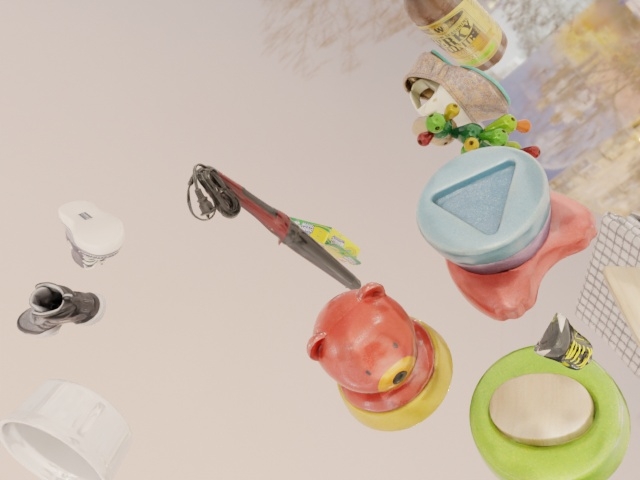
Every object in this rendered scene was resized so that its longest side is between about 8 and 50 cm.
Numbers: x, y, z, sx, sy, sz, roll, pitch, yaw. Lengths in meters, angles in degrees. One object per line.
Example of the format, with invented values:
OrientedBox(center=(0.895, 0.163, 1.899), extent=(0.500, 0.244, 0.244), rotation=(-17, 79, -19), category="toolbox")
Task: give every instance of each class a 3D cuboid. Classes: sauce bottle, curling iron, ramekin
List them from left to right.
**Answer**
OrientedBox(center=(-0.553, 0.434, 1.464), extent=(0.277, 0.277, 0.135), rotation=(42, -135, -12), category="ramekin")
OrientedBox(center=(-0.052, -0.005, 0.803), extent=(0.274, 0.035, 0.068), rotation=(34, -125, -32), category="curling iron")
OrientedBox(center=(0.232, -0.436, 1.254), extent=(0.344, 0.111, 0.111), rotation=(20, -140, -44), category="sauce bottle")

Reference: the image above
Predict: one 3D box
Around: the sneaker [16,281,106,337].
OrientedBox(center=(-0.678, 0.167, 1.631), extent=(0.153, 0.269, 0.101), rotation=(41, -140, -58), category="sneaker")

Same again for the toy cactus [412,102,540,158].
OrientedBox(center=(0.217, -0.155, 1.021), extent=(0.219, 0.112, 0.180), rotation=(-4, -163, -36), category="toy cactus")

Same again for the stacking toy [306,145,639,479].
OrientedBox(center=(0.156, 0.054, 0.594), extent=(0.279, 0.309, 0.130), rotation=(25, 162, 44), category="stacking toy")

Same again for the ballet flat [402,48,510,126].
OrientedBox(center=(0.222, -0.249, 1.149), extent=(0.107, 0.106, 0.316), rotation=(45, -171, -24), category="ballet flat")

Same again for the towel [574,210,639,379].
OrientedBox(center=(0.554, 0.107, 1.049), extent=(0.121, 0.235, 0.283), rotation=(-12, -145, -18), category="towel")

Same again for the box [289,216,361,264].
OrientedBox(center=(0.000, 0.000, 1.348), extent=(0.179, 0.043, 0.105), rotation=(19, 167, 45), category="box")

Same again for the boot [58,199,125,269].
OrientedBox(center=(-0.323, 0.007, 0.953), extent=(0.069, 0.086, 0.190), rotation=(-18, -152, -26), category="boot")

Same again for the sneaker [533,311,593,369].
OrientedBox(center=(0.168, 0.070, 0.446), extent=(0.035, 0.031, 0.083), rotation=(32, -174, 21), category="sneaker")
